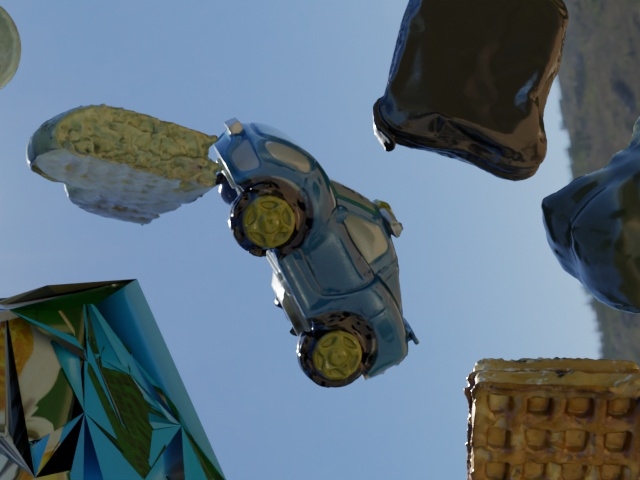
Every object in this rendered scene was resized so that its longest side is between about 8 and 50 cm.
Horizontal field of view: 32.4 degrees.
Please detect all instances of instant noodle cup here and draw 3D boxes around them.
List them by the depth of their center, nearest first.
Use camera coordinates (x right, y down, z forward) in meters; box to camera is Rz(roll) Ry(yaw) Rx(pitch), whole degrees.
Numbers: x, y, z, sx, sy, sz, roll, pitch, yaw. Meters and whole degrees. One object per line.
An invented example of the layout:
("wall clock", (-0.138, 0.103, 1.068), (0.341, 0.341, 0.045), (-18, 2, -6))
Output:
("instant noodle cup", (-0.163, 0.148, 0.625), (0.178, 0.240, 0.240), (65, -170, 27))

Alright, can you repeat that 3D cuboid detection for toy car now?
("toy car", (0.000, 0.000, 1.170), (0.314, 0.166, 0.198), (63, 175, -17))

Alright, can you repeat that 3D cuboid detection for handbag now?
("handbag", (0.175, -0.198, 1.250), (0.075, 0.191, 0.332), (110, 179, -51))

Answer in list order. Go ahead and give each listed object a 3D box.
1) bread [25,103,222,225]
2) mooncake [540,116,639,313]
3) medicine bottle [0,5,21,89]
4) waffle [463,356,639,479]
("bread", (-0.181, -0.076, 1.065), (0.232, 0.172, 0.064), (57, -149, -73))
("mooncake", (0.269, -0.031, 0.902), (0.104, 0.168, 0.175), (54, -131, -35))
("medicine bottle", (-0.293, -0.122, 0.732), (0.124, 0.258, 0.079), (-10, -78, -40))
("waffle", (0.134, 0.137, 0.644), (0.042, 0.102, 0.148), (-81, -10, -63))
